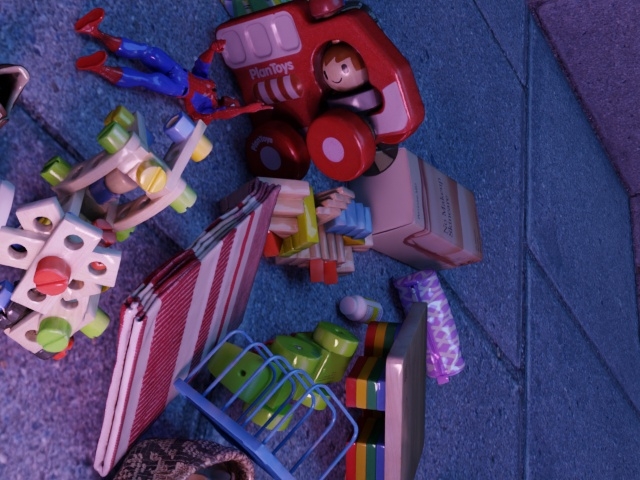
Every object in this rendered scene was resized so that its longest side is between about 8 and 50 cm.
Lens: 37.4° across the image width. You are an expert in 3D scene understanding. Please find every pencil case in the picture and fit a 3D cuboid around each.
[{"bbox_3d":[0.202,0.152,1.732,0.088,0.086,0.206,-62,131,-76],"label":"pencil case"}]

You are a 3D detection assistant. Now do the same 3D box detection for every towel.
[{"bbox_3d":[-0.151,0.088,1.085,0.329,0.037,0.237,-49,161,-56],"label":"towel"}]

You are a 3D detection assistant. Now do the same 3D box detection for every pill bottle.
[{"bbox_3d":[0.066,0.114,1.563,0.083,0.043,0.044,22,58,-54],"label":"pill bottle"}]

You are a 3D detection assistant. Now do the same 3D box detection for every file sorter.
[{"bbox_3d":[-0.058,0.190,1.060,0.104,0.170,0.118,-47,131,-15],"label":"file sorter"}]

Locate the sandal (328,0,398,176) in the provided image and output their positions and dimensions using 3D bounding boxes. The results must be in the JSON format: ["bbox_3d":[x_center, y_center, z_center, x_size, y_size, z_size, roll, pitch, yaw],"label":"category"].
[{"bbox_3d":[0.051,-0.246,1.557,0.086,0.120,0.303,-128,-158,-54],"label":"sandal"}]

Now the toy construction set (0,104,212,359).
[{"bbox_3d":[-0.224,-0.007,0.932,0.151,0.215,0.328,52,20,-17],"label":"toy construction set"}]

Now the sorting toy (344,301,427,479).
[{"bbox_3d":[0.101,0.251,1.444,0.255,0.089,0.257,-46,138,-69],"label":"sorting toy"}]

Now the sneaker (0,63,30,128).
[{"bbox_3d":[-0.352,-0.118,0.931,0.066,0.071,0.188,53,35,-33],"label":"sneaker"}]

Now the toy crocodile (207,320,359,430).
[{"bbox_3d":[-0.038,0.171,1.297,0.115,0.105,0.340,-65,159,12],"label":"toy crocodile"}]

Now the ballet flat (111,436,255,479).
[{"bbox_3d":[-0.186,0.359,0.873,0.164,0.181,0.483,64,31,-24],"label":"ballet flat"}]

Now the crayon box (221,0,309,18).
[{"bbox_3d":[-0.082,-0.401,1.519,0.278,0.081,0.165,58,33,-26],"label":"crayon box"}]

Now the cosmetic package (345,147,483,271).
[{"bbox_3d":[0.178,-0.048,1.748,0.296,0.129,0.153,21,60,-55],"label":"cosmetic package"}]

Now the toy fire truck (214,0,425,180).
[{"bbox_3d":[-0.005,-0.227,1.360,0.169,0.302,0.254,-39,115,-42],"label":"toy fire truck"}]

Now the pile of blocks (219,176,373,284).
[{"bbox_3d":[0.000,0.000,1.400,0.362,0.148,0.113,15,64,-57],"label":"pile of blocks"}]

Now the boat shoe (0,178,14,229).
[{"bbox_3d":[-0.344,0.014,0.900,0.063,0.066,0.184,19,62,-19],"label":"boat shoe"}]

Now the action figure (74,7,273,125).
[{"bbox_3d":[-0.171,-0.223,1.236,0.280,0.139,0.092,21,60,-58],"label":"action figure"}]
